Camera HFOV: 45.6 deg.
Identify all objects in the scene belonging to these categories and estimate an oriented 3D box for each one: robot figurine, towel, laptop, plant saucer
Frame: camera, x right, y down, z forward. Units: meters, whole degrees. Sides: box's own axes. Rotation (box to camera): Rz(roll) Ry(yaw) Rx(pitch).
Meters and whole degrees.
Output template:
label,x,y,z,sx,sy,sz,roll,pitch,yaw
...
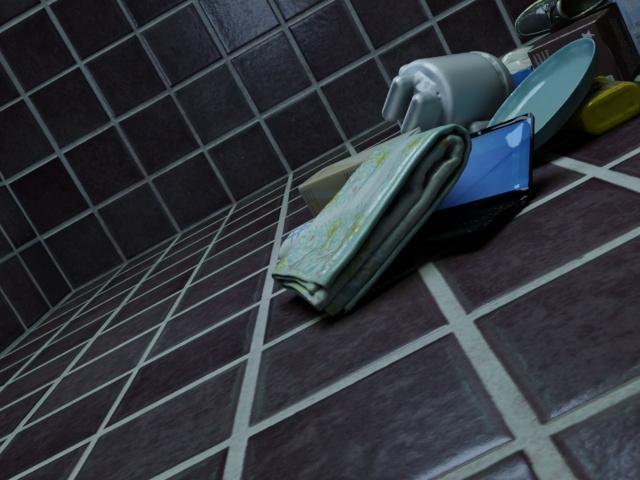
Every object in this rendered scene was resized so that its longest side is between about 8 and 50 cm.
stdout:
label,x,y,z,sx,sy,sz,roll,pitch,yaw
robot figurine,0.313,-0.334,1.784,0.353,0.300,0.200,-16,-35,-33
towel,0.076,-0.043,1.332,0.374,0.090,0.320,-49,15,-9
laptop,0.224,-0.093,1.298,0.264,0.137,0.234,-26,6,-38
plant saucer,0.435,-0.264,1.517,0.318,0.043,0.317,-50,10,13

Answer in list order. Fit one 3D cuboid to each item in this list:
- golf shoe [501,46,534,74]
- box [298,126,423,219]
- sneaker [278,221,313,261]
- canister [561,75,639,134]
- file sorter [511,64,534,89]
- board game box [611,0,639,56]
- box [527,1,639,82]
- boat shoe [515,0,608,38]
label,x,y,z,sx,sy,sz,roll,pitch,yaw
golf shoe,0.498,-0.436,2.173,0.306,0.140,0.115,-25,-30,7
box,0.116,-0.127,1.733,0.311,0.148,0.121,-20,14,44
sneaker,0.000,0.000,1.597,0.237,0.085,0.086,-24,7,31
canister,0.531,-0.259,1.463,0.126,0.073,0.170,-29,12,6
file sorter,0.507,-0.371,1.925,0.104,0.118,0.170,-34,11,-38
board game box,0.850,-0.655,1.819,0.317,0.319,0.066,-24,11,19
box,0.602,-0.412,1.726,0.167,0.169,0.203,-19,14,40
boat shoe,0.547,-0.527,1.732,0.223,0.080,0.073,-19,8,25
